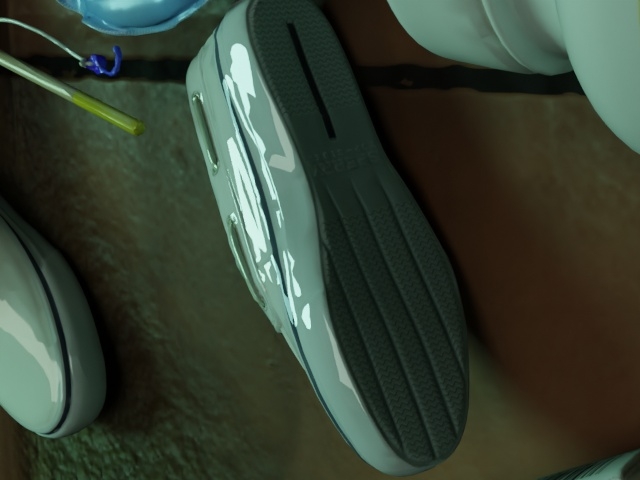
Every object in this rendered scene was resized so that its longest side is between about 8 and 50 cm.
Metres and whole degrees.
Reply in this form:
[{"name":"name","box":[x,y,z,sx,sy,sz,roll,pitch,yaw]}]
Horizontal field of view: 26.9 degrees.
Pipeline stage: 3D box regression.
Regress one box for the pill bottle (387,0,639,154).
[{"name":"pill bottle","box":[0.186,-0.096,0.361,0.333,0.188,0.188,16,110,34]}]

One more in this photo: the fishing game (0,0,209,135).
[{"name":"fishing game","box":[-0.077,-0.187,0.626,0.189,0.041,0.264,22,100,33]}]

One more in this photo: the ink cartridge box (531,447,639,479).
[{"name":"ink cartridge box","box":[0.110,0.223,0.581,0.189,0.066,0.232,-27,80,38]}]

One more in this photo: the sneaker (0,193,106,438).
[{"name":"sneaker","box":[-0.220,0.009,0.758,0.258,0.091,0.094,52,126,16]}]

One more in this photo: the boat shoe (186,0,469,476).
[{"name":"boat shoe","box":[0.000,0.000,0.606,0.076,0.083,0.226,-32,68,48]}]
